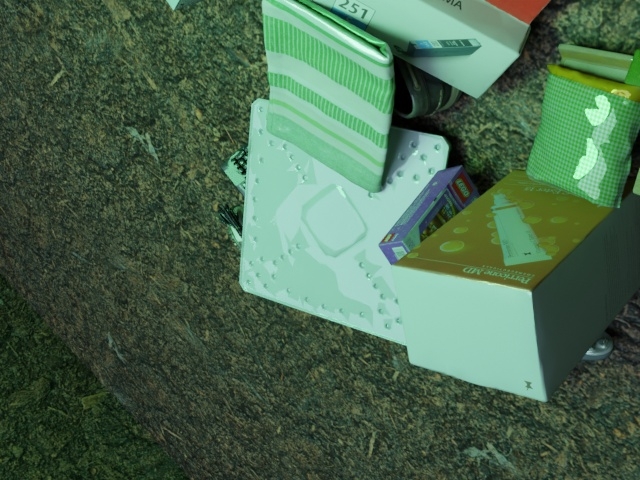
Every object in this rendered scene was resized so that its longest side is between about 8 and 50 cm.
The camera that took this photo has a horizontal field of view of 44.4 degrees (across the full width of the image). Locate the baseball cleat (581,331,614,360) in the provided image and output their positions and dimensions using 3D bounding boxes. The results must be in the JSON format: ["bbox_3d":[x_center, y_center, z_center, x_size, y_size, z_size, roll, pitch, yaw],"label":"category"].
[{"bbox_3d":[0.410,0.183,1.339,0.206,0.072,0.109,10,137,47],"label":"baseball cleat"}]

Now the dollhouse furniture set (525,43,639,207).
[{"bbox_3d":[0.359,-0.139,0.989,0.302,0.151,0.197,29,111,49],"label":"dollhouse furniture set"}]

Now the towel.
[{"bbox_3d":[0.006,-0.232,1.254,0.248,0.038,0.324,33,151,18],"label":"towel"}]

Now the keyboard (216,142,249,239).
[{"bbox_3d":[-0.103,-0.044,1.653,0.201,0.033,0.317,-42,83,20],"label":"keyboard"}]

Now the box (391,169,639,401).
[{"bbox_3d":[0.297,0.044,1.121,0.215,0.345,0.168,10,123,42],"label":"box"}]

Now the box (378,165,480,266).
[{"bbox_3d":[0.233,0.055,1.267,0.057,0.201,0.293,-10,121,49],"label":"box"}]

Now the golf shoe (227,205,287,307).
[{"bbox_3d":[-0.095,0.015,1.728,0.273,0.105,0.120,50,121,4],"label":"golf shoe"}]

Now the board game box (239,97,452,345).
[{"bbox_3d":[0.034,-0.040,1.448,0.390,0.050,0.389,16,112,25],"label":"board game box"}]

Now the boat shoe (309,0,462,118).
[{"bbox_3d":[0.076,-0.337,1.248,0.355,0.130,0.132,46,142,11],"label":"boat shoe"}]

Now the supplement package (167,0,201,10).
[{"bbox_3d":[-0.231,-0.564,1.392,0.203,0.149,0.194,55,142,1],"label":"supplement package"}]

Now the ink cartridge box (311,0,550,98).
[{"bbox_3d":[0.153,-0.343,1.074,0.296,0.066,0.261,26,158,-5],"label":"ink cartridge box"}]
